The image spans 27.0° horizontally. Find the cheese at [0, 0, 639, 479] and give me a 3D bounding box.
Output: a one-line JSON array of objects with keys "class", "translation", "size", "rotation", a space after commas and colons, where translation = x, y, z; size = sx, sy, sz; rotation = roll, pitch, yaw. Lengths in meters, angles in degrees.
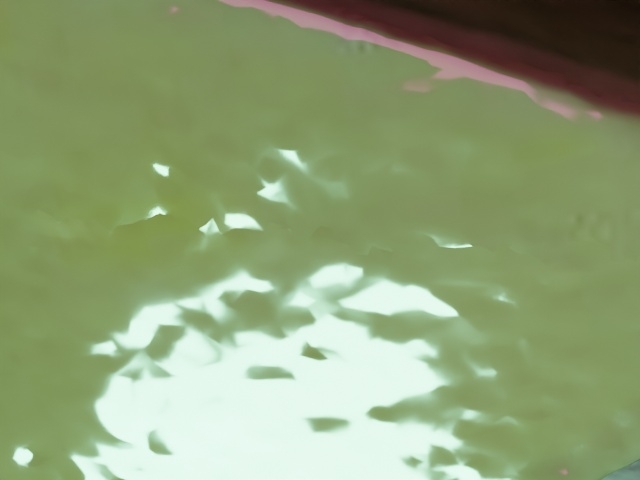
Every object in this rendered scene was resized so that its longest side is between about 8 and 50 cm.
[{"class": "cheese", "translation": [0.000, 0.001, 0.469], "size": [0.383, 0.104, 0.384], "rotation": [4, 126, 6]}]
